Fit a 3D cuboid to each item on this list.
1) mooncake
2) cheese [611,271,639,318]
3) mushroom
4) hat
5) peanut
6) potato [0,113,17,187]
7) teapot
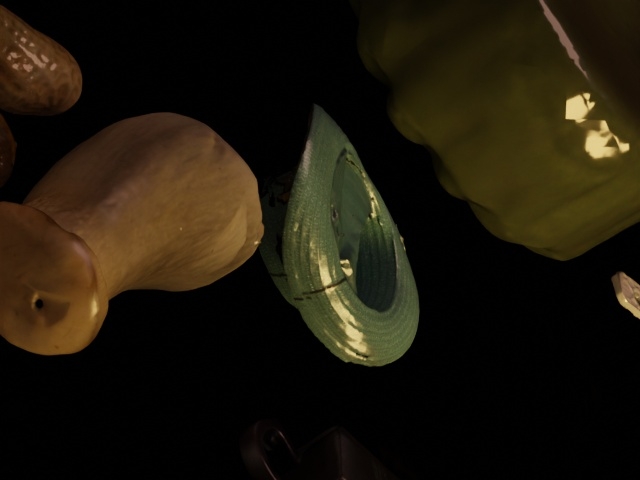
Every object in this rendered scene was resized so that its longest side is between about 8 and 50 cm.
[{"bbox_3d":[0.179,-0.163,1.543,0.356,0.194,0.356,37,37,-34],"label":"mooncake"},{"bbox_3d":[0.355,0.098,1.704,0.251,0.054,0.127,35,34,-35],"label":"cheese"},{"bbox_3d":[-0.109,-0.013,1.000,0.096,0.108,0.247,19,18,17],"label":"mushroom"},{"bbox_3d":[0.000,0.000,1.194,0.138,0.078,0.191,-73,144,-47],"label":"hat"},{"bbox_3d":[-0.185,-0.105,1.021,0.113,0.054,0.054,30,37,-38],"label":"peanut"},{"bbox_3d":[-0.196,-0.063,0.964,0.083,0.040,0.051,58,21,0],"label":"potato"},{"bbox_3d":[0.017,0.159,1.032,0.177,0.087,0.096,42,25,-27],"label":"teapot"}]
